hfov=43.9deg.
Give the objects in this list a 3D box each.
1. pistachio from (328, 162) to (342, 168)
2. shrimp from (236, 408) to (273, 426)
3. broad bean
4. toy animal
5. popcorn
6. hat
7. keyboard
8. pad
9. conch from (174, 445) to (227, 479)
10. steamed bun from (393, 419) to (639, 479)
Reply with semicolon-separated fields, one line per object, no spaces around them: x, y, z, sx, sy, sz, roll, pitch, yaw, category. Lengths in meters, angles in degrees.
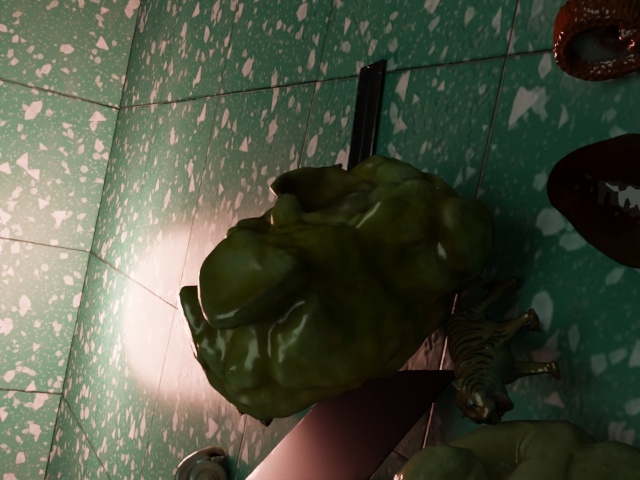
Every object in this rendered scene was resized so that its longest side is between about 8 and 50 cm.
0.000;0.000;1.131;0.223;0.126;0.152;-63;2;6;pistachio
-0.125;0.245;1.368;0.251;0.052;0.143;-112;31;-57;shrimp
0.274;-0.035;0.688;0.165;0.084;0.114;45;136;50;broad bean
0.167;0.096;0.780;0.241;0.099;0.056;-87;-25;-69;toy animal
0.018;0.063;0.896;0.334;0.293;0.292;-47;37;-12;popcorn
0.284;-0.242;0.761;0.112;0.094;0.162;-11;52;50;hat
0.066;-0.169;1.194;0.067;0.011;0.202;-4;77;60;keyboard
-0.019;0.278;0.936;0.367;0.007;0.248;-44;14;-27;pad
-0.214;0.433;1.452;0.176;0.094;0.104;104;156;-76;conch
0.146;0.337;0.640;0.325;0.230;0.372;49;121;53;steamed bun
